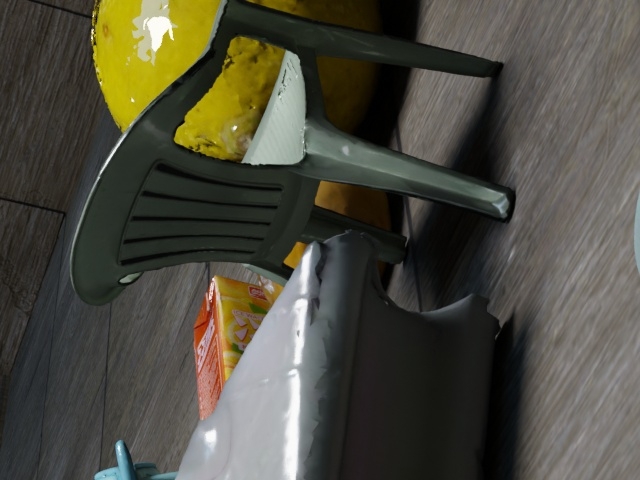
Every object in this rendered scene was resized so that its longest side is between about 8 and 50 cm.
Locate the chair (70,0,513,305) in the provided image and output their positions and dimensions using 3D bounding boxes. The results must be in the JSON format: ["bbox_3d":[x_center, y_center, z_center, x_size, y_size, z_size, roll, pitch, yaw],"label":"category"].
[{"bbox_3d":[-0.025,-0.038,1.133,0.190,0.274,0.203,-96,23,-52],"label":"chair"}]

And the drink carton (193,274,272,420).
[{"bbox_3d":[-0.051,0.124,1.413,0.223,0.096,0.071,-100,28,-58],"label":"drink carton"}]

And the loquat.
[{"bbox_3d":[0.000,0.000,1.340,0.137,0.113,0.137,-14,71,47],"label":"loquat"}]

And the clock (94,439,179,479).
[{"bbox_3d":[-0.118,0.286,1.307,0.223,0.094,0.274,-111,14,-46],"label":"clock"}]

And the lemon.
[{"bbox_3d":[-0.071,-0.173,1.456,0.310,0.258,0.258,-93,23,-47],"label":"lemon"}]

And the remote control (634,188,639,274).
[{"bbox_3d":[0.203,-0.017,0.699,0.247,0.052,0.104,-172,95,-75],"label":"remote control"}]

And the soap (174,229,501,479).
[{"bbox_3d":[-0.025,0.179,1.061,0.258,0.159,0.302,-25,49,53],"label":"soap"}]
